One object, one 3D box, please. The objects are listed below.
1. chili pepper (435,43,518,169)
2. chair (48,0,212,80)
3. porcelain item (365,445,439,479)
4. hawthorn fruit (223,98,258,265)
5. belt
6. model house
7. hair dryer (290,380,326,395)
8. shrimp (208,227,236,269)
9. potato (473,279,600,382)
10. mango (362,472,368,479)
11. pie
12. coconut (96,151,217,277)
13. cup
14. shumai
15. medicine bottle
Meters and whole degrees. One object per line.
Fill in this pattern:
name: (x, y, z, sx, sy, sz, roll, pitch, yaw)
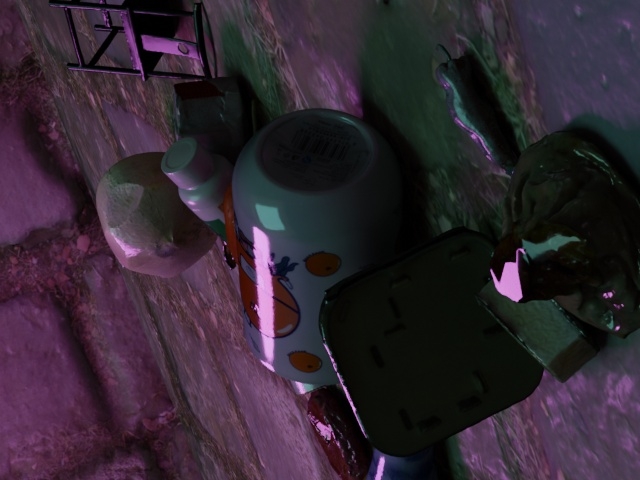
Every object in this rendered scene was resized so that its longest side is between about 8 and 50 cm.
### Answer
chili pepper: (0.149, -0.127, 1.271, 0.153, 0.041, 0.050, 64, -155, 2)
chair: (-0.285, -0.354, 2.091, 0.260, 0.141, 0.154, 8, 136, 15)
porcelain item: (0.118, 0.363, 1.870, 0.141, 0.141, 0.259, 45, 146, 48)
hawthorn fruit: (-0.074, -0.086, 1.851, 0.165, 0.165, 0.285, 125, 135, -70)
belt: (-0.161, -0.162, 1.992, 0.201, 0.124, 0.128, 88, 174, -48)
model house: (0.092, 0.116, 1.491, 0.205, 0.218, 0.279, 67, 167, -2)
hair dryer: (-0.043, 0.157, 2.139, 0.357, 0.107, 0.173, 149, 98, -79)
shrimp: (-0.174, -0.062, 2.268, 0.150, 0.068, 0.248, -125, 21, -68)
potato: (0.215, 0.080, 1.274, 0.122, 0.061, 0.086, 49, -175, 35)
mango: (0.114, 0.486, 2.104, 0.136, 0.099, 0.227, -163, 59, -76)
pie: (0.030, 0.334, 2.213, 0.182, 0.049, 0.182, 60, 166, 24)
coconut: (-0.299, -0.041, 2.395, 0.230, 0.227, 0.227, -119, 15, -49)
cup: (0.000, 0.000, 1.597, 0.212, 0.212, 0.317, 52, 156, 37)
shumai: (0.211, 0.012, 1.147, 0.201, 0.120, 0.201, 50, 156, 33)
medicine bottle: (-0.136, -0.054, 1.948, 0.260, 0.095, 0.095, 48, 178, -42)
